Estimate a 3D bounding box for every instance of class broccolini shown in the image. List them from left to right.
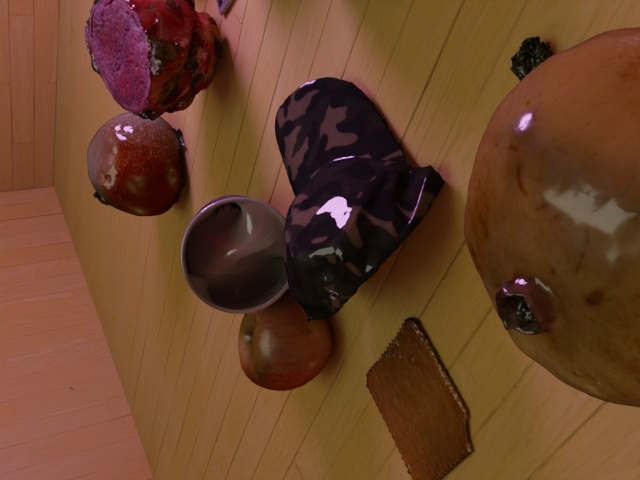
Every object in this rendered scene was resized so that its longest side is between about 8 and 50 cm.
[{"bbox_3d":[0.286,-0.130,0.864,0.051,0.054,0.239,-32,72,44],"label":"broccolini"}]

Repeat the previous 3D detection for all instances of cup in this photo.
[{"bbox_3d":[-0.168,0.015,1.475,0.317,0.212,0.212,-150,53,-80],"label":"cup"}]

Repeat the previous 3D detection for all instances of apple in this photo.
[{"bbox_3d":[-0.070,0.197,1.470,0.209,0.164,0.210,-12,76,62],"label":"apple"}]

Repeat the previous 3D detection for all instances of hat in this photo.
[{"bbox_3d":[-0.009,-0.078,1.202,0.382,0.257,0.366,51,128,16],"label":"hat"}]

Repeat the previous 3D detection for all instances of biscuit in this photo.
[{"bbox_3d":[0.163,0.279,1.233,0.237,0.013,0.232,62,146,29],"label":"biscuit"}]

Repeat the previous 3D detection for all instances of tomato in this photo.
[{"bbox_3d":[-0.526,-0.212,2.071,0.303,0.239,0.304,13,106,58],"label":"tomato"}]

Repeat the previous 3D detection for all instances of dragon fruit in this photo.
[{"bbox_3d":[-0.357,-0.460,1.685,0.314,0.262,0.296,53,142,17],"label":"dragon fruit"}]

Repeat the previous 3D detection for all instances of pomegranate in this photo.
[{"bbox_3d":[0.282,-0.020,0.636,0.332,0.332,0.333,25,120,56],"label":"pomegranate"}]

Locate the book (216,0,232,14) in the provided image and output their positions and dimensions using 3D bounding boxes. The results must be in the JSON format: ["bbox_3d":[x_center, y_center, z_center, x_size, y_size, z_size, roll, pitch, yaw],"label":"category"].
[{"bbox_3d":[-0.222,-0.613,1.649,0.118,0.012,0.172,-30,72,58],"label":"book"}]
